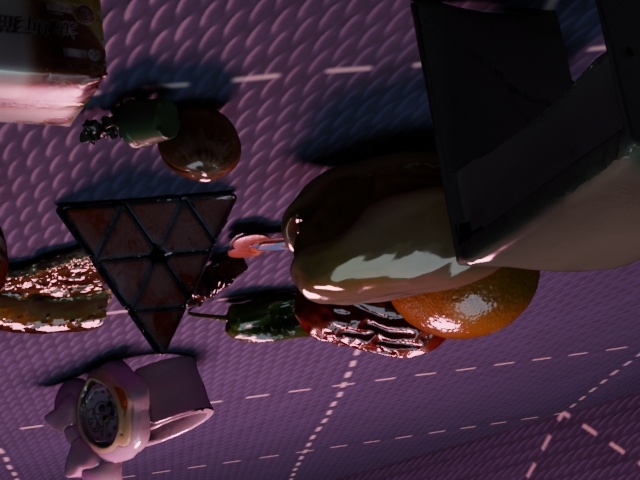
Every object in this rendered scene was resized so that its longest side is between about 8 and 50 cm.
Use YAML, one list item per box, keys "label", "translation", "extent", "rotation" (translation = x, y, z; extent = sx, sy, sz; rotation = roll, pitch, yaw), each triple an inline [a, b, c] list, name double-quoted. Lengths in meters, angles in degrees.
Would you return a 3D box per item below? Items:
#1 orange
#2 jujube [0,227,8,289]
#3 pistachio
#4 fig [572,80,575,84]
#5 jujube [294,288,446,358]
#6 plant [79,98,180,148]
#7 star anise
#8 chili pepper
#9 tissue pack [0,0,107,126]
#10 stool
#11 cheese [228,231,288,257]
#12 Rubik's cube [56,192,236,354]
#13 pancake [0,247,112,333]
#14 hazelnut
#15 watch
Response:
- label: "orange"
  translation: [0.181, 0.035, 1.634]
  extent: [0.206, 0.206, 0.206]
  rotation: [-9, 161, -3]
- label: "jujube"
  translation: [-0.420, 0.029, 1.371]
  extent: [0.168, 0.168, 0.236]
  rotation: [-5, 178, -15]
- label: "pistachio"
  translation: [0.100, -0.013, 1.466]
  extent: [0.287, 0.166, 0.197]
  rotation: [-10, 140, 3]
- label: "fig"
  translation: [0.194, -0.115, 1.305]
  extent: [0.154, 0.144, 0.166]
  rotation: [-43, 178, -17]
- label: "jujube"
  translation: [0.081, 0.090, 1.810]
  extent: [0.230, 0.155, 0.155]
  rotation: [8, 156, -19]
- label: "plant"
  translation: [-0.190, -0.113, 1.236]
  extent: [0.102, 0.051, 0.051]
  rotation: [-5, 165, 28]
- label: "star anise"
  translation: [-0.181, 0.058, 1.677]
  extent: [0.097, 0.070, 0.190]
  rotation: [-22, 177, 38]
- label: "chili pepper"
  translation: [-0.093, 0.121, 1.910]
  extent: [0.203, 0.072, 0.073]
  rotation: [-6, 162, -13]
- label: "tissue pack"
  translation: [-0.259, -0.152, 1.005]
  extent: [0.148, 0.099, 0.106]
  rotation: [0, 159, -29]
- label: "stool"
  translation: [0.221, -0.135, 1.041]
  extent: [0.170, 0.270, 0.243]
  rotation: [1, 158, -27]
- label: "cheese"
  translation: [0.000, 0.000, 1.671]
  extent: [0.256, 0.037, 0.106]
  rotation: [-2, 159, -18]
- label: "Rubik's cube"
  translation: [-0.218, 0.044, 1.550]
  extent: [0.211, 0.191, 0.178]
  rotation: [-1, 176, -13]
- label: "pancake"
  translation: [-0.365, 0.065, 1.638]
  extent: [0.266, 0.057, 0.244]
  rotation: [11, 151, -44]
- label: "hazelnut"
  translation: [-0.122, -0.093, 1.272]
  extent: [0.086, 0.086, 0.086]
  rotation: [-9, 161, -3]
- label: "watch"
  translation: [-0.310, 0.305, 2.176]
  extent: [0.217, 0.211, 0.248]
  rotation: [-2, 153, -48]
